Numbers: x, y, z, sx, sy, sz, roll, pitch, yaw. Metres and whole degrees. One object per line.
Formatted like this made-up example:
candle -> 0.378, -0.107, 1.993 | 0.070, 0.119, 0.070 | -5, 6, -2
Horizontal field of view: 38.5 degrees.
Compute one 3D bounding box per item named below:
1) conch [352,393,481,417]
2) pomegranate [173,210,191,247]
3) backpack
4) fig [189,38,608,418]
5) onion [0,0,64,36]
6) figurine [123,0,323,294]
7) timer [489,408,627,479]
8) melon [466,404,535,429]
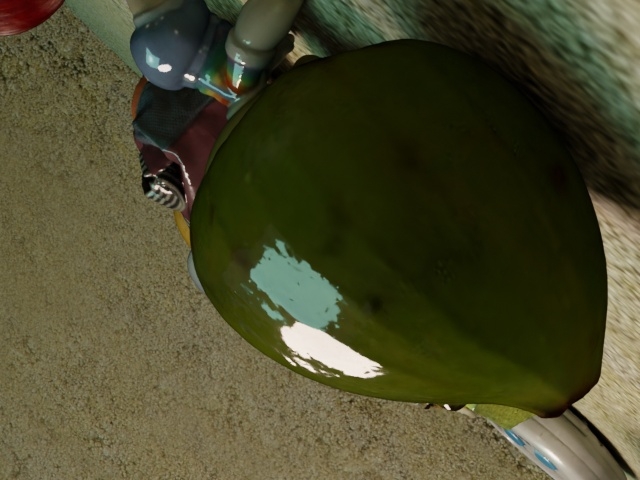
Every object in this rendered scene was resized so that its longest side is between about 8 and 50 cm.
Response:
conch -> 0.167, 0.192, 1.566 | 0.324, 0.186, 0.263 | 15, 171, -16
pomegranate -> -0.162, -0.060, 1.840 | 0.264, 0.264, 0.264 | 44, 177, 3
backpack -> -0.108, -0.102, 1.036 | 0.283, 0.197, 0.317 | 45, 178, -35
fig -> 0.049, 0.009, 0.484 | 0.225, 0.203, 0.203 | 51, 178, 8
onion -> -0.351, -0.312, 0.839 | 0.273, 0.285, 0.273 | -20, -90, -90
figurine -> -0.059, -0.085, 0.726 | 0.382, 0.205, 0.224 | 52, 172, 12
timer -> 0.342, 0.293, 1.396 | 0.262, 0.087, 0.237 | 38, 174, 48
melon -> 0.135, 0.114, 1.154 | 0.323, 0.124, 0.196 | 28, 168, 40
